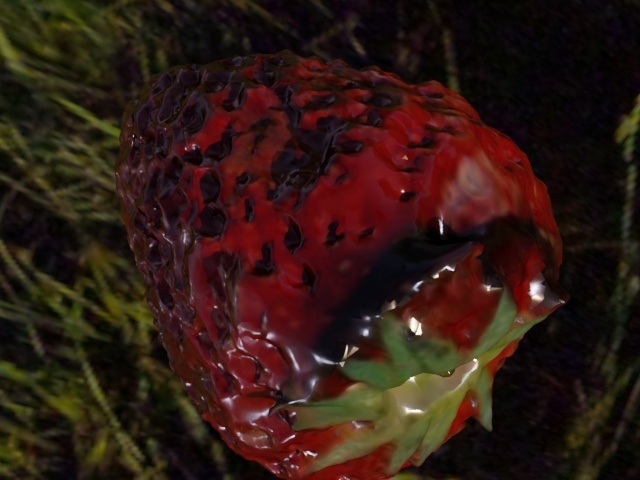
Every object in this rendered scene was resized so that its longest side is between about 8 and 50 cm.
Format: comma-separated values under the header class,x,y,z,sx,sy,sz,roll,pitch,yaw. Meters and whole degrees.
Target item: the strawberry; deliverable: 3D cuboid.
class,x,y,z,sx,sy,sz,roll,pitch,yaw
strawberry,0.014,0.003,1.021,0.292,0.292,0.310,-39,46,20
